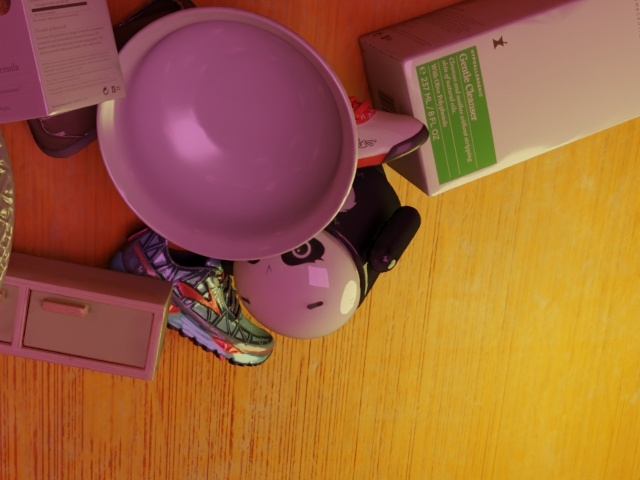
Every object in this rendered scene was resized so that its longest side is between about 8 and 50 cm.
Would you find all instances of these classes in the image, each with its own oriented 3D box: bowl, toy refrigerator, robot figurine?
[{"bbox_3d":[-0.093,-0.137,1.398,0.297,0.134,0.298,5,117,9],"label":"bowl"},{"bbox_3d":[-0.321,0.086,1.473,0.269,0.094,0.102,12,108,-3],"label":"toy refrigerator"},{"bbox_3d":[0.001,-0.002,1.540,0.173,0.278,0.209,38,134,-3],"label":"robot figurine"}]

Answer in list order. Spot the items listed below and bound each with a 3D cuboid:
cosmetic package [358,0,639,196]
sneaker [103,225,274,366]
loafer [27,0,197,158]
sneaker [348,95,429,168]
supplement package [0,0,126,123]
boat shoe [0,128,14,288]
[{"bbox_3d":[0.256,-0.222,1.611,0.365,0.155,0.197,-22,116,-12],"label":"cosmetic package"},{"bbox_3d":[-0.146,0.069,1.590,0.262,0.104,0.125,34,93,-30],"label":"sneaker"},{"bbox_3d":[-0.243,-0.197,1.430,0.251,0.094,0.087,-43,155,-1],"label":"loafer"},{"bbox_3d":[-0.009,-0.164,1.493,0.270,0.090,0.145,-4,113,24],"label":"sneaker"},{"bbox_3d":[-0.317,-0.251,1.276,0.134,0.139,0.244,-28,110,-58],"label":"supplement package"},{"bbox_3d":[-0.466,-0.132,1.322,0.187,0.156,0.500,-34,118,-47],"label":"boat shoe"}]
